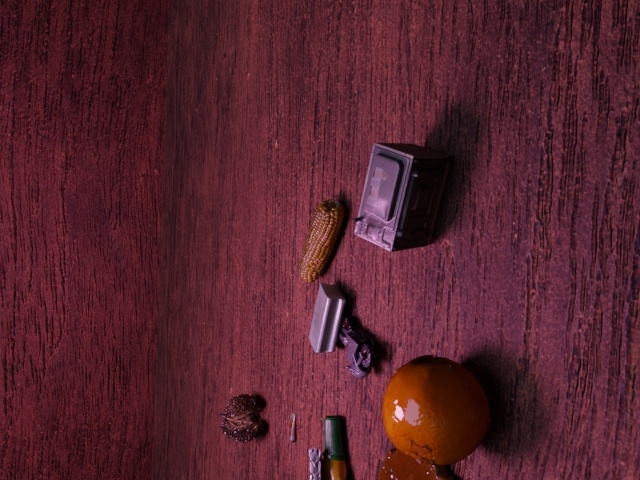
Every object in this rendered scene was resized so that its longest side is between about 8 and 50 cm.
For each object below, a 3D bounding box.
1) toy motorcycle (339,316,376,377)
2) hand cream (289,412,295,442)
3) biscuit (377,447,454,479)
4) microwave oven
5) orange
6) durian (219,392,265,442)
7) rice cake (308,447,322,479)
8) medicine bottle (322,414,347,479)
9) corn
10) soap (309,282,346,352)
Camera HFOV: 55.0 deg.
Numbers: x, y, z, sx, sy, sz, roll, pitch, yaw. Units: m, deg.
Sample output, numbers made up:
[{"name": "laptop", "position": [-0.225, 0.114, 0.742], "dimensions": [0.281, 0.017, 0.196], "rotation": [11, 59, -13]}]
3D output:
[{"name": "toy motorcycle", "position": [0.109, 0.321, 1.813], "dimensions": [0.215, 0.080, 0.122], "rotation": [-129, 46, -59]}, {"name": "hand cream", "position": [-0.100, 0.671, 2.199], "dimensions": [0.035, 0.022, 0.102], "rotation": [-9, 79, 62]}, {"name": "biscuit", "position": [0.250, 0.632, 1.623], "dimensions": [0.301, 0.043, 0.278], "rotation": [-15, 80, 58]}, {"name": "microwave oven", "position": [0.203, -0.111, 1.532], "dimensions": [0.145, 0.194, 0.241], "rotation": [26, 114, 38]}, {"name": "orange", "position": [0.265, 0.387, 1.414], "dimensions": [0.246, 0.246, 0.246], "rotation": [3, 93, 58]}, {"name": "durian", "position": [-0.312, 0.689, 2.387], "dimensions": [0.196, 0.167, 0.196], "rotation": [-9, 68, 24]}, {"name": "rice cake", "position": [-0.012, 0.736, 1.952], "dimensions": [0.211, 0.038, 0.124], "rotation": [84, -176, -65]}, {"name": "medicine bottle", "position": [0.043, 0.706, 1.918], "dimensions": [0.111, 0.076, 0.309], "rotation": [151, 115, -75]}, {"name": "corn", "position": [0.000, 0.000, 1.947], "dimensions": [0.101, 0.101, 0.310], "rotation": [51, 130, 44]}, {"name": "soap", "position": [0.020, 0.246, 1.929], "dimensions": [0.119, 0.066, 0.198], "rotation": [-118, 37, -67]}]
